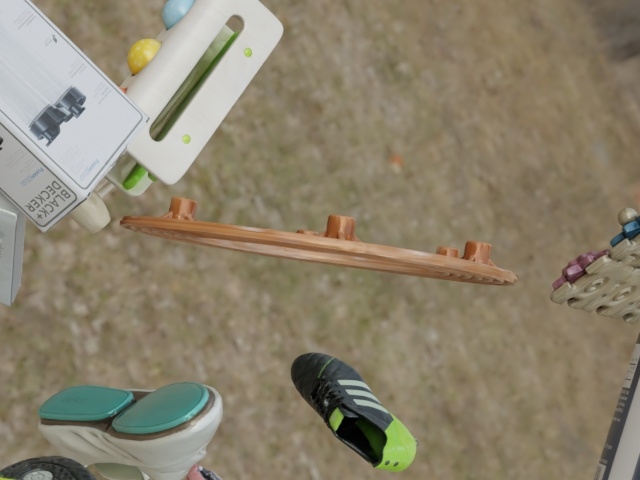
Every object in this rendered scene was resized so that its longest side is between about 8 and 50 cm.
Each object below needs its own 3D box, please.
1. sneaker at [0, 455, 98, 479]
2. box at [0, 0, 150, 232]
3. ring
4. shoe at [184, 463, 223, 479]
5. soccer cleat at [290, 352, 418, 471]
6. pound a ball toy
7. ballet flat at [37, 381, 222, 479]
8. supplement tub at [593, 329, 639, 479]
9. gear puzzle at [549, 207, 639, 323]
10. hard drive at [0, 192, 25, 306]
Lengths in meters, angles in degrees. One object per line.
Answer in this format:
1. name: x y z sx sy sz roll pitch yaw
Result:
1. sneaker: -0.251 0.373 1.705 0.385 0.145 0.147 -125 -151 -46
2. box: -0.340 -0.168 1.803 0.290 0.087 0.169 44 40 -13
3. ring: 0.000 0.000 1.417 0.336 0.336 0.032 19 80 -71
4. shoe: -0.074 0.273 1.466 0.178 0.081 0.063 38 9 34
5. soccer cleat: 0.025 0.172 1.732 0.179 0.060 0.072 40 18 32
6. pound a ball toy: -0.216 -0.177 2.142 0.136 0.208 0.319 42 67 -18
7. ballet flat: -0.235 0.262 2.247 0.139 0.400 0.139 4 84 -38
8. supplement tub: 0.337 0.159 1.392 0.191 0.191 0.272 25 83 -69
9. gear puzzle: 0.381 0.024 1.894 0.339 0.175 0.044 15 41 -57
10. hard drive: -0.486 -0.032 1.899 0.203 0.307 0.040 110 -2 -57
